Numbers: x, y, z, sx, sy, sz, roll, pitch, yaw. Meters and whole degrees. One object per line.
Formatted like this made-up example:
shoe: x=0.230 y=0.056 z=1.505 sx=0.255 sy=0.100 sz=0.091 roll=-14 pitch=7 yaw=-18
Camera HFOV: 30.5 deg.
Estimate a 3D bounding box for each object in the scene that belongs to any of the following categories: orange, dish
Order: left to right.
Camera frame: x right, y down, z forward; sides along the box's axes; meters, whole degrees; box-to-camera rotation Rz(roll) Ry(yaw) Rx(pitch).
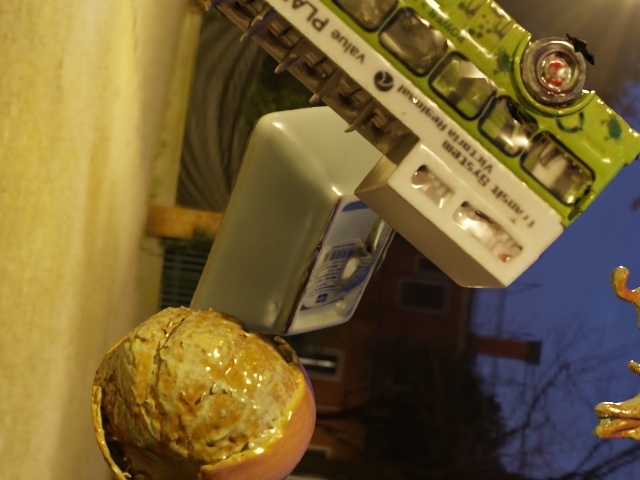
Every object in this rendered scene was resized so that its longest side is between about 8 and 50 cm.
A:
orange: x=-0.082 y=0.118 z=0.800 sx=0.156 sy=0.157 sz=0.134 roll=104 pitch=7 yaw=-58
dish: x=0.000 y=0.000 z=1.041 sx=0.080 sy=0.182 sz=0.243 roll=48 pitch=-49 yaw=32

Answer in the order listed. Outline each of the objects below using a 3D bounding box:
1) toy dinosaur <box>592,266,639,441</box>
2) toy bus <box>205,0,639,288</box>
toy dinosaur: x=0.260 y=0.044 z=0.766 sx=0.057 sy=0.212 sz=0.142 roll=10 pitch=-72 yaw=60
toy bus: x=0.040 y=-0.111 z=0.709 sx=0.139 sy=0.302 sz=0.113 roll=-50 pitch=-173 yaw=-9
